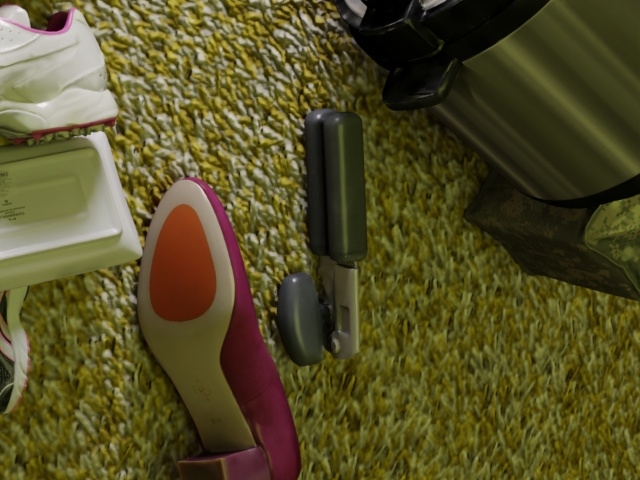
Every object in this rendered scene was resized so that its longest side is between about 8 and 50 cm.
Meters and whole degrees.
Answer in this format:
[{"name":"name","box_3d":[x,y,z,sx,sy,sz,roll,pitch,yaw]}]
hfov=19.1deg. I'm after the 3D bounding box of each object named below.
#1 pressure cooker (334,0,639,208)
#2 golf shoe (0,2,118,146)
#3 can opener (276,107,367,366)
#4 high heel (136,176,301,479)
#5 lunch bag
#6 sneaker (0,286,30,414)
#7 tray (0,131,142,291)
[{"name":"pressure cooker","box_3d":[0.223,-0.285,1.999,0.375,0.370,0.420,-40,123,18]},{"name":"golf shoe","box_3d":[-0.340,-0.153,1.824,0.306,0.115,0.140,-10,95,-39]},{"name":"can opener","box_3d":[0.000,0.000,2.099,0.095,0.076,0.284,-11,105,-33]},{"name":"high heel","box_3d":[-0.099,0.112,2.064,0.181,0.127,0.377,-18,108,-61]},{"name":"lunch bag","box_3d":[0.345,-0.094,2.215,0.169,0.235,0.287,41,77,-31]},{"name":"sneaker","box_3d":[-0.337,0.085,1.898,0.077,0.072,0.178,1,88,-29]},{"name":"tray","box_3d":[-0.308,-0.026,1.872,0.270,0.030,0.145,-13,79,-32]}]
